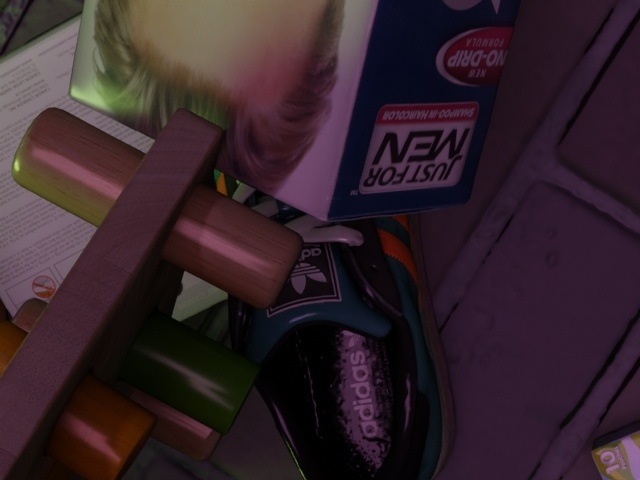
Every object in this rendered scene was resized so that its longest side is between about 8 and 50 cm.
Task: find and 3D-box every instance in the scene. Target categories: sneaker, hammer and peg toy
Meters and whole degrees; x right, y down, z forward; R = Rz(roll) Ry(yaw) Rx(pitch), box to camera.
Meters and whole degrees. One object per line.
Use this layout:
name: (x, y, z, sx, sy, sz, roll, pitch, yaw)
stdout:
sneaker: (0.000, 0.000, 0.786, 0.108, 0.121, 0.302, -17, 90, 12)
hammer and peg toy: (-0.136, 0.130, 0.696, 0.127, 0.361, 0.266, 28, 58, 2)

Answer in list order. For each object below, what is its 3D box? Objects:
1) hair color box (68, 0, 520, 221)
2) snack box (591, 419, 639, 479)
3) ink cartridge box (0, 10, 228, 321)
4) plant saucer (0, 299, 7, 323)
hair color box: (0.010, -0.200, 0.643, 0.174, 0.105, 0.347, 26, 112, 36)
snack box: (0.218, 0.154, 0.800, 0.100, 0.037, 0.141, -25, 90, 13)
ink cartridge box: (-0.134, -0.028, 0.861, 0.145, 0.045, 0.179, -27, 107, 11)
plant saucer: (-0.284, 0.057, 0.888, 0.200, 0.037, 0.200, 1, 94, 10)
